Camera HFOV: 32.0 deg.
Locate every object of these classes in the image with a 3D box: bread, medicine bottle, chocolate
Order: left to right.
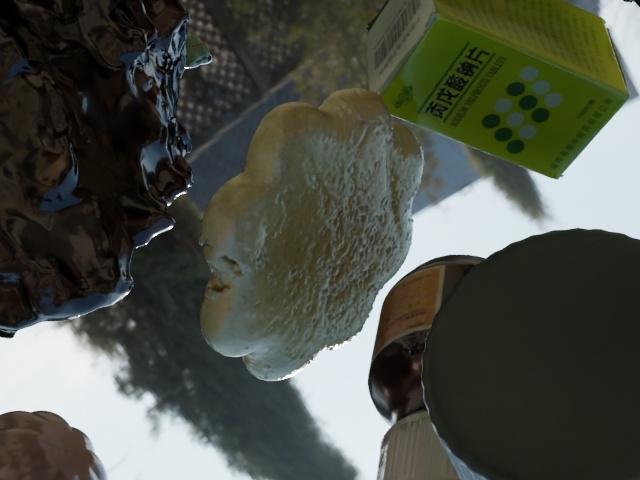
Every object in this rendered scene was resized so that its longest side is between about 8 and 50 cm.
[{"bbox_3d":[-0.145,-0.025,0.599,0.224,0.177,0.206,-34,153,11],"label":"chocolate"},{"bbox_3d":[0.000,0.000,1.087,0.054,0.316,0.316,26,-128,35],"label":"bread"},{"bbox_3d":[0.169,0.213,1.473,0.242,0.242,0.395,-26,-156,29],"label":"medicine bottle"},{"bbox_3d":[0.183,-0.188,1.193,0.137,0.250,0.141,-53,-153,42],"label":"medicine bottle"}]

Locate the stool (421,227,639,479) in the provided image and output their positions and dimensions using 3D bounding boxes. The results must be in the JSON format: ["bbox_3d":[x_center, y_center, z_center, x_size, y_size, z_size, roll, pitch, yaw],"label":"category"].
[{"bbox_3d":[0.256,0.173,1.024,0.297,0.330,0.297,-13,-126,18],"label":"stool"}]

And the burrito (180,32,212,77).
[{"bbox_3d":[-0.131,-0.170,0.822,0.054,0.104,0.288,-39,173,-3],"label":"burrito"}]

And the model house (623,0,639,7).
[{"bbox_3d":[0.178,-0.286,0.620,0.184,0.291,0.253,-34,-156,21],"label":"model house"}]

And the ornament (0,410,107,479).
[{"bbox_3d":[-0.342,0.290,1.293,0.177,0.177,0.177,-31,-169,7],"label":"ornament"}]
